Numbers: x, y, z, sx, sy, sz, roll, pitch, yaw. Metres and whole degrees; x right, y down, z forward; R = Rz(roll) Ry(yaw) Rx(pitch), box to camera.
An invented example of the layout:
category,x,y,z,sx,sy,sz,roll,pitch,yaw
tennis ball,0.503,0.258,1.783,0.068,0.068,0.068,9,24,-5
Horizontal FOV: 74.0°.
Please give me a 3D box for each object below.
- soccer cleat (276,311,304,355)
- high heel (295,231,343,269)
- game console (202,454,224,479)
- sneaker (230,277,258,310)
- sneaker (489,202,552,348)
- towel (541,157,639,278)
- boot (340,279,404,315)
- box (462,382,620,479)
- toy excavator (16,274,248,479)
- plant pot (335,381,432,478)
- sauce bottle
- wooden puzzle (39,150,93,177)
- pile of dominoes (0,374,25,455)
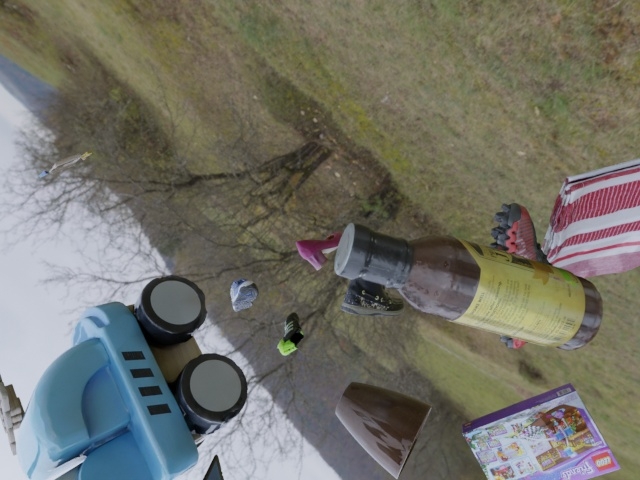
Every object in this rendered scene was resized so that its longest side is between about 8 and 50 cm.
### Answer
category,x,y,z,sx,sy,sz,roll,pitch,yaw
soccer cleat,-0.080,0.282,1.310,0.060,0.072,0.179,57,-158,-21
high heel,0.000,0.000,1.455,0.082,0.244,0.117,-34,99,39
game console,-0.205,0.563,0.925,0.124,0.085,0.144,20,-170,1
sneaker,-0.239,0.153,1.278,0.081,0.080,0.211,69,155,15
sneaker,0.389,0.063,0.781,0.097,0.135,0.276,-37,-61,-72
towel,0.556,-0.023,0.820,0.329,0.237,0.037,70,-174,-49
boot,0.160,0.114,1.171,0.236,0.179,0.085,7,180,-42
box,0.534,0.506,1.054,0.201,0.293,0.057,62,-163,5
toy excavator,-0.316,0.305,0.555,0.222,0.445,0.433,-47,68,38
plant pot,0.168,0.511,1.221,0.230,0.215,0.215,25,159,24
sauce bottle,0.190,0.055,0.556,0.344,0.111,0.111,16,171,-12
wooden puzzle,-0.621,-0.190,1.036,0.078,0.116,0.014,-18,107,41
pile of dominoes,-0.591,0.268,0.800,0.196,0.040,0.251,48,132,26
